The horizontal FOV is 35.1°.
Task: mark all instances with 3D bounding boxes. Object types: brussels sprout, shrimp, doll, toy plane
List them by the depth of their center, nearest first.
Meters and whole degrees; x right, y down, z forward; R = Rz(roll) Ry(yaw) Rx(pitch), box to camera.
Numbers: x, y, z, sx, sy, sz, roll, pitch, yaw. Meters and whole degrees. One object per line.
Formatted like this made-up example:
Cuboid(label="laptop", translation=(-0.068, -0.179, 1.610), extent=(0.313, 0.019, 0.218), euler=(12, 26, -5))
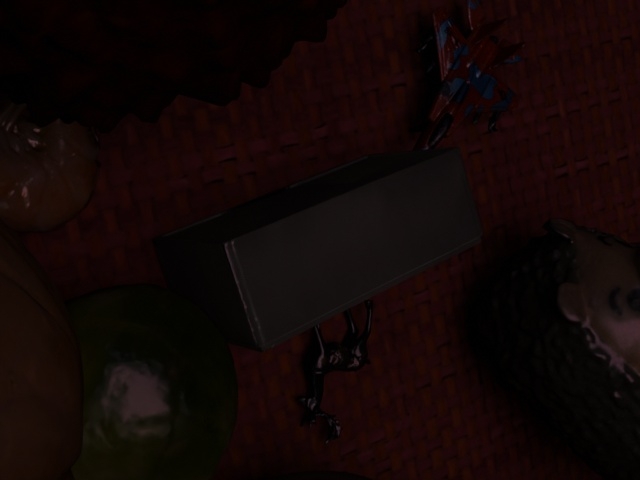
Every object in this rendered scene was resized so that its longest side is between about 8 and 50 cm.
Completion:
Cuboid(label="shrimp", translation=(-0.246, -0.101, 0.698), extent=(0.236, 0.053, 0.133), euler=(41, 73, -30))
Cuboid(label="brussels sprout", translation=(-0.138, 0.123, 0.724), extent=(0.161, 0.144, 0.181), euler=(-24, 129, -49))
Cuboid(label="toy plane", translation=(0.119, -0.132, 0.924), extent=(0.130, 0.061, 0.189), euler=(44, 74, -27))
Cuboid(label="doll", translation=(0.316, 0.117, 0.964), extent=(0.349, 0.247, 0.247), euler=(32, 75, -15))

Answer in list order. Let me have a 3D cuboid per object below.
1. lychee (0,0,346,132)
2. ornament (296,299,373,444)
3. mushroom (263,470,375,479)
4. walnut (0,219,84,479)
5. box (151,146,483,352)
Cuboid(label="lychee", translation=(-0.138, -0.293, 0.536), extent=(0.424, 0.424, 0.500), euler=(-42, 143, -24))
Cuboid(label="ornament", translation=(0.014, 0.115, 0.886), extent=(0.073, 0.028, 0.125), euler=(0, 90, -32))
Cuboid(label="mushroom", translation=(-0.005, 0.336, 0.778), extent=(0.297, 0.297, 0.290), euler=(-29, 143, -28))
Cuboid(label="walnut", translation=(-0.284, 0.084, 0.543), extent=(0.313, 0.252, 0.277), euler=(13, 126, -7))
Cuboid(label="box", translation=(0.000, 0.000, 0.812), extent=(0.225, 0.129, 0.086), euler=(-24, 104, -29))
